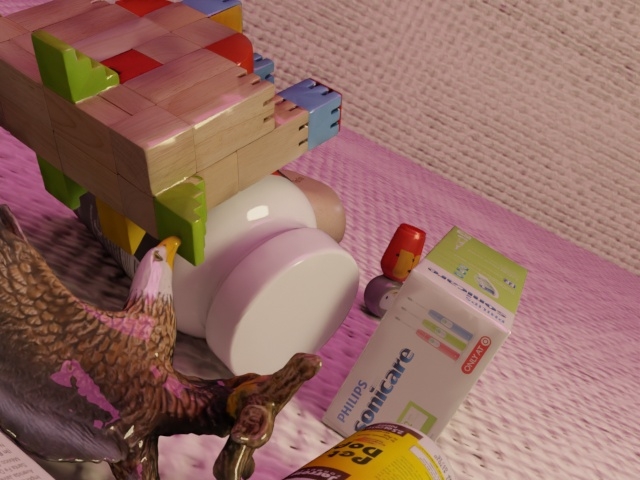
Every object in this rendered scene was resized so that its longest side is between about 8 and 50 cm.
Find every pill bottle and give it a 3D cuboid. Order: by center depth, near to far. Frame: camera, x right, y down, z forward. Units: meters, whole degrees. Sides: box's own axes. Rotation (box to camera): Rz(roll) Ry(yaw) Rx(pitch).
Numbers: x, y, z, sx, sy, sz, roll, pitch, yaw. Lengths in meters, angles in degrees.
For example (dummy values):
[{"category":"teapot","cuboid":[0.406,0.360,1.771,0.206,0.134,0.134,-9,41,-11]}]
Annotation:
[{"category":"pill bottle","cuboid":[0.020,0.225,0.563,0.117,0.117,0.215,36,20,22]},{"category":"pill bottle","cuboid":[-0.135,-0.019,0.838,0.363,0.210,0.210,41,22,33]}]

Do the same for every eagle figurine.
[{"category":"eagle figurine","cuboid":[-0.171,0.077,0.525,0.298,0.226,0.225,20,27,-8]}]

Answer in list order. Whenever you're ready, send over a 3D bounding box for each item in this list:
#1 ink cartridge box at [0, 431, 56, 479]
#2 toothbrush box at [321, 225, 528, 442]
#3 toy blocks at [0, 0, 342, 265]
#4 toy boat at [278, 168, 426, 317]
[{"category":"ink cartridge box","cuboid":[-0.224,0.157,0.261,0.395,0.151,0.270,32,3,15]},{"category":"toothbrush box","cuboid":[0.137,0.117,0.872,0.122,0.206,0.283,33,19,12]},{"category":"toy blocks","cuboid":[-0.157,-0.161,0.731,0.381,0.190,0.261,32,49,28]},{"category":"toy boat","cuboid":[0.000,0.000,1.124,0.318,0.148,0.267,23,13,9]}]
